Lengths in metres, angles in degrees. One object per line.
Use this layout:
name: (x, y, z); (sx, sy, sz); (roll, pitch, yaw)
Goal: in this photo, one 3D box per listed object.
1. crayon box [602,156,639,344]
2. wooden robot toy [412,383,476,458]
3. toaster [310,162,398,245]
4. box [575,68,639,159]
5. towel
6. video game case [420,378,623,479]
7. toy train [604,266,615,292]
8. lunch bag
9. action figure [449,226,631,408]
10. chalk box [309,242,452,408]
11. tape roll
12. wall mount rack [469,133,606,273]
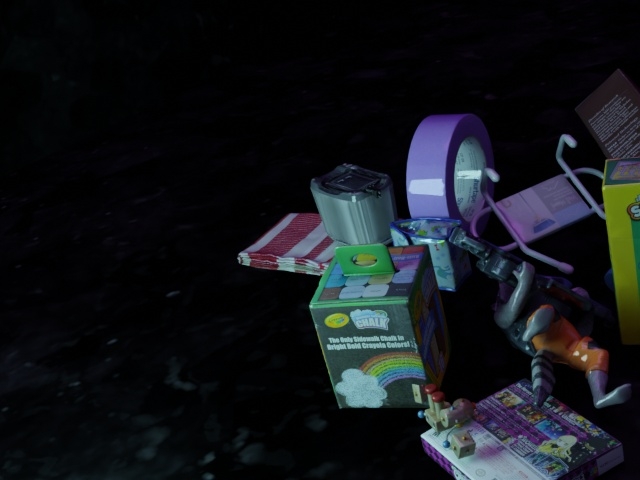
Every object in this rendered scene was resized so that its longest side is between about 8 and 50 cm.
crayon box: (0.660, 0.012, 1.674); (0.363, 0.313, 0.106); (-3, 28, 21)
wooden robot toy: (0.208, 0.262, 1.598); (0.079, 0.076, 0.173); (-12, 25, -16)
toaster: (0.084, -0.070, 2.234); (0.129, 0.146, 0.227); (-29, 28, -27)
box: (0.674, -0.179, 2.102); (0.143, 0.191, 0.381); (-44, 25, 22)
towel: (0.000, 0.000, 2.350); (0.329, 0.037, 0.237); (5, 32, 35)
video game case: (0.301, 0.314, 1.568); (0.210, 0.041, 0.232); (-25, 28, -19)
toy train: (0.646, 0.061, 1.851); (0.248, 0.105, 0.143); (23, 60, 37)
lunch bag: (0.214, 0.025, 2.085); (0.151, 0.128, 0.096); (8, 34, 37)
action figure: (0.337, 0.130, 1.713); (0.341, 0.178, 0.330); (29, 9, -9)
chalk box: (0.102, 0.121, 1.770); (0.180, 0.289, 0.179); (-4, 28, 20)
tape roll: (0.280, -0.130, 2.192); (0.090, 0.274, 0.275); (1, 30, 31)
wall mount rack: (0.497, -0.057, 2.123); (0.350, 0.130, 0.304); (-23, 60, -16)
